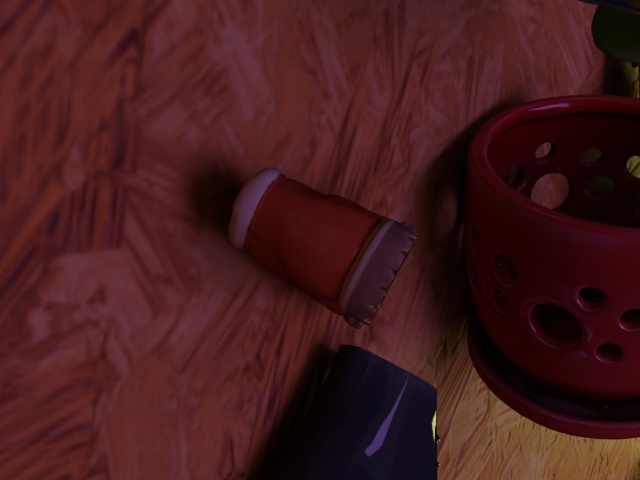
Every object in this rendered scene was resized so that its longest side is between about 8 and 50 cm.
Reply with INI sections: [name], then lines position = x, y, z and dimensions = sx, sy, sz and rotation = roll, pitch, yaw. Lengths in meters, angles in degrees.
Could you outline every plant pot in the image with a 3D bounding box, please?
[plant pot]
position = 0.186, 0.017, 0.695
dimensions = 0.191, 0.191, 0.174
rotation = -41, 141, -43

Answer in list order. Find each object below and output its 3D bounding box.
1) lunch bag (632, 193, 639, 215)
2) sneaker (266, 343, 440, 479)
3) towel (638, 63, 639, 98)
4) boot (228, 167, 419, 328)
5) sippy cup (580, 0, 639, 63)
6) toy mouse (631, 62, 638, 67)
[lunch bag]
position = 0.357, -0.006, 0.928
dimensions = 0.287, 0.169, 0.235
rotation = -33, 146, -50
[sneaker]
position = 0.050, 0.155, 0.625
dimensions = 0.118, 0.083, 0.222
rotation = -64, 145, -20
[towel]
position = 0.293, -0.227, 0.882
dimensions = 0.102, 0.021, 0.237
rotation = -15, 106, -48
[boot]
position = 0.000, 0.000, 0.513
dimensions = 0.059, 0.084, 0.158
rotation = -63, 175, -4
[sippy cup]
position = 0.139, -0.211, 0.494
dimensions = 0.240, 0.224, 0.306
rotation = -35, 130, -48
[toy mouse]
position = 0.298, -0.136, 0.952
dimensions = 0.143, 0.031, 0.161
rotation = -64, 145, -19
